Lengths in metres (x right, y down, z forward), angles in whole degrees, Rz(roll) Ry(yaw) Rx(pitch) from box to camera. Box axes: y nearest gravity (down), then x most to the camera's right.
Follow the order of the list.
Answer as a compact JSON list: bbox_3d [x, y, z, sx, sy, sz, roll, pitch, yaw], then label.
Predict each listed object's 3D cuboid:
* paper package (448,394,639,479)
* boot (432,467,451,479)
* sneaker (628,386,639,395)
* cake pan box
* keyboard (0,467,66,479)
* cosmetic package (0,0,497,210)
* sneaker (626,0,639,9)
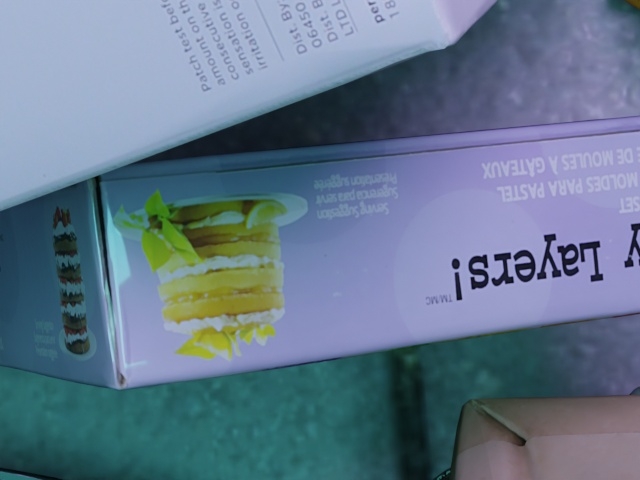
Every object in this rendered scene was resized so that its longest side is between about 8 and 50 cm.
[{"bbox_3d":[0.199,0.224,0.574,0.309,0.168,0.325,-3,123,16],"label":"paper package"},{"bbox_3d":[0.072,0.111,0.704,0.106,0.114,0.037,-31,86,7],"label":"boot"},{"bbox_3d":[0.277,0.107,0.673,0.321,0.126,0.127,26,98,-4],"label":"sneaker"},{"bbox_3d":[0.000,0.000,0.609,0.246,0.267,0.070,-5,91,-25],"label":"cake pan box"},{"bbox_3d":[-0.125,0.204,0.733,0.317,0.033,0.201,13,85,-7],"label":"keyboard"},{"bbox_3d":[-0.049,-0.105,0.559,0.284,0.377,0.097,-16,105,26],"label":"cosmetic package"},{"bbox_3d":[0.187,-0.104,0.667,0.084,0.215,0.083,21,106,-24],"label":"sneaker"}]
